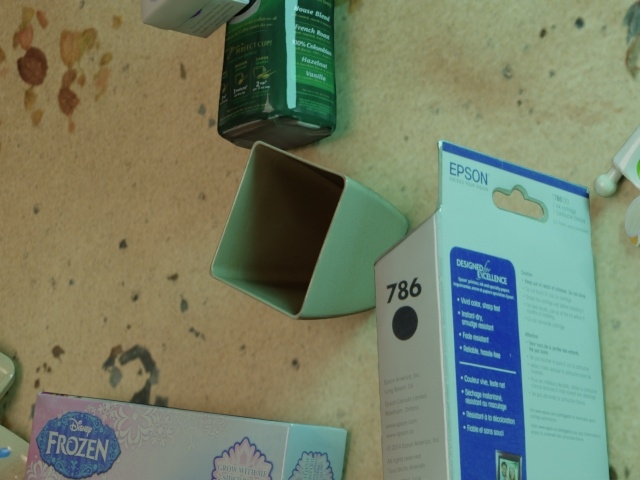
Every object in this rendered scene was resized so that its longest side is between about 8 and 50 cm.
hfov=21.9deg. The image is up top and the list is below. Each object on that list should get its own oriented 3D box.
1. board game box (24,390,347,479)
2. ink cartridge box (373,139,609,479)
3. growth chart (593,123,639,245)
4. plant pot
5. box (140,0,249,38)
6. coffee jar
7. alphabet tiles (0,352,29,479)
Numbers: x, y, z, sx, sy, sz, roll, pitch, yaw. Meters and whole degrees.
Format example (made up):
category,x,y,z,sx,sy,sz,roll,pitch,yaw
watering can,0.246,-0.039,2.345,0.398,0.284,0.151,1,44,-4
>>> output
category,x,y,z,sx,sy,sz,roll,pitch,yaw
board game box,-0.132,0.289,1.308,0.319,0.066,0.318,0,80,44
ink cartridge box,0.112,0.115,1.043,0.065,0.165,0.332,-15,69,43
growth chart,0.280,-0.031,1.018,0.237,0.021,0.172,45,112,42
plant pot,0.000,0.000,1.232,0.109,0.096,0.109,24,96,45
box,-0.117,-0.323,1.348,0.067,0.063,0.324,-31,58,46
coffee jar,-0.032,-0.170,1.319,0.096,0.079,0.184,-13,71,50
alphabet tiles,-0.412,0.195,1.512,0.278,0.021,0.284,29,68,15
